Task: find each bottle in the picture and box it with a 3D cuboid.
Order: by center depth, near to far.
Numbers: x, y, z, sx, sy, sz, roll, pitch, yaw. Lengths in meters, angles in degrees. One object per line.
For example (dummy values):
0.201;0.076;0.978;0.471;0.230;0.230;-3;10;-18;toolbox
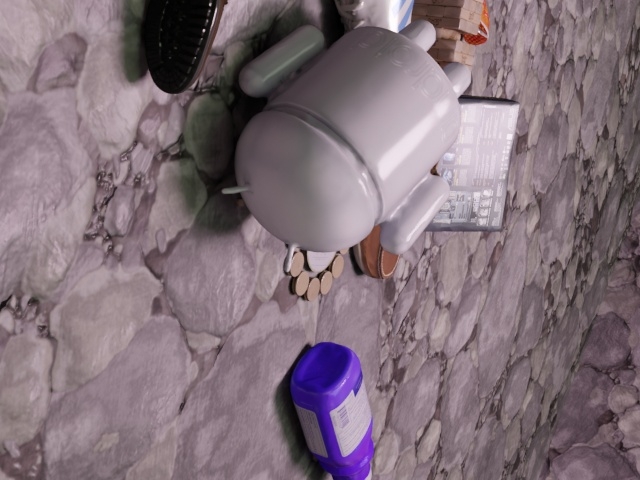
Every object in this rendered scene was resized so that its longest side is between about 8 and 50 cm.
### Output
0.028;0.287;1.526;0.118;0.092;0.283;-54;145;-36;bottle

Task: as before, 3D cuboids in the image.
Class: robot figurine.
0.034;-0.125;1.208;0.353;0.300;0.200;-47;-174;-24;robot figurine

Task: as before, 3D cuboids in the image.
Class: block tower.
0.215;-0.437;1.560;0.091;0.097;0.335;-9;108;-61;block tower

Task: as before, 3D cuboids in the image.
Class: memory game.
0.000;0.000;1.436;0.186;0.012;0.186;-34;131;-52;memory game

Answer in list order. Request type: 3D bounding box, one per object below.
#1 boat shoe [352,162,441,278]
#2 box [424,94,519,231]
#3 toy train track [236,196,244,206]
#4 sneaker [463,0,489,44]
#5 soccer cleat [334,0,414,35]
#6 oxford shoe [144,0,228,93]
0.131;-0.077;1.514;0.123;0.116;0.324;-35;140;-52;boat shoe
0.233;-0.131;1.665;0.183;0.059;0.232;-1;105;-24;box
-0.080;-0.057;1.260;0.083;0.014;0.048;-26;124;-55;toy train track
0.259;-0.419;1.704;0.175;0.064;0.067;68;23;-55;sneaker
0.067;-0.306;1.351;0.143;0.116;0.331;-7;112;-37;soccer cleat
-0.120;-0.260;1.025;0.096;0.083;0.227;14;90;-67;oxford shoe
